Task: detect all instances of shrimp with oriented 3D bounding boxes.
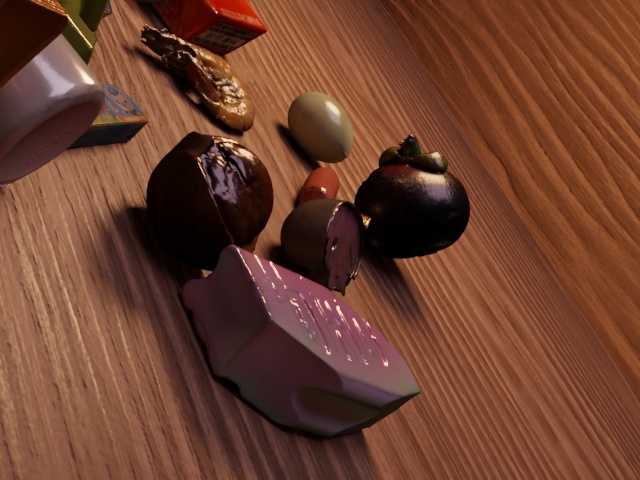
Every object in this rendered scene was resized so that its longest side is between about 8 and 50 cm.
[{"bbox_3d":[-0.201,-0.268,1.962,0.287,0.063,0.152,28,39,-52],"label":"shrimp"}]

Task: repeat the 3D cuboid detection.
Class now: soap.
[{"bbox_3d":[-0.013,0.144,1.473,0.324,0.109,0.192,29,27,-50],"label":"soap"}]

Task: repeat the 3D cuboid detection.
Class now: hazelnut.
[{"bbox_3d":[-0.136,-0.048,1.486,0.170,0.160,0.201,42,8,-24],"label":"hazelnut"}]

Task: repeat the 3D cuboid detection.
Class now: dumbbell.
[{"bbox_3d":[-0.350,-0.297,1.558,0.302,0.122,0.108,-98,-176,-61],"label":"dumbbell"}]

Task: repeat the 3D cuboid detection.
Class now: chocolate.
[{"bbox_3d":[-0.240,-0.465,2.183,0.234,0.108,0.237,52,16,10],"label":"chocolate"}]

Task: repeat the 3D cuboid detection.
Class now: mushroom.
[{"bbox_3d":[0.000,0.000,1.796,0.117,0.141,0.188,20,0,24],"label":"mushroom"}]

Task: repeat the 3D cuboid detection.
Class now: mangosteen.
[{"bbox_3d":[0.160,-0.070,2.151,0.216,0.216,0.216,43,19,-19],"label":"mangosteen"}]

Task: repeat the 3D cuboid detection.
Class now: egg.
[{"bbox_3d":[0.002,-0.216,2.234,0.152,0.114,0.114,54,18,8],"label":"egg"}]

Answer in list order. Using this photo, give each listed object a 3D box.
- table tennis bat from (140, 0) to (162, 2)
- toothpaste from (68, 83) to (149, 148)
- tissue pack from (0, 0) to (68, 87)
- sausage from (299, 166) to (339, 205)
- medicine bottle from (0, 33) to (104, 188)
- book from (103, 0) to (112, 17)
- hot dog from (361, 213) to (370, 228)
[{"bbox_3d":[-0.270,-0.523,2.054,0.153,0.244,0.040,37,-15,6],"label":"table tennis bat"},{"bbox_3d":[-0.300,-0.165,1.524,0.070,0.044,0.193,49,17,5],"label":"toothpaste"},{"bbox_3d":[-0.399,-0.256,1.075,0.274,0.194,0.145,53,9,8],"label":"tissue pack"},{"bbox_3d":[-0.002,-0.087,2.047,0.062,0.062,0.154,47,18,-9],"label":"sausage"},{"bbox_3d":[-0.378,-0.214,1.230,0.293,0.170,0.170,51,18,3],"label":"medicine bottle"},{"bbox_3d":[-0.452,-0.566,1.755,0.300,0.039,0.427,12,62,-62],"label":"book"},{"bbox_3d":[0.016,-0.017,1.946,0.169,0.061,0.078,1,15,-41],"label":"hot dog"}]
